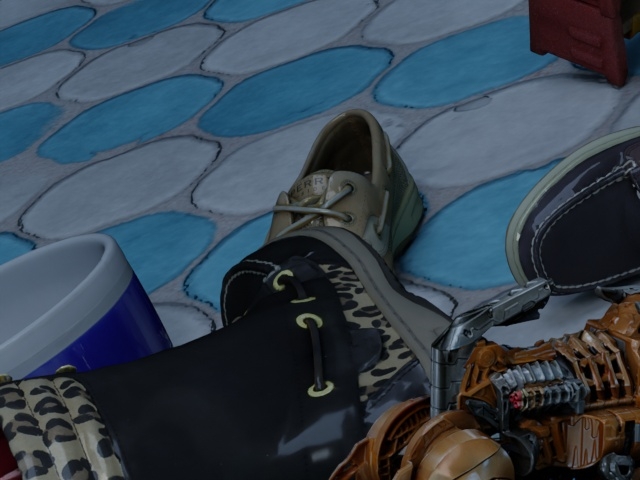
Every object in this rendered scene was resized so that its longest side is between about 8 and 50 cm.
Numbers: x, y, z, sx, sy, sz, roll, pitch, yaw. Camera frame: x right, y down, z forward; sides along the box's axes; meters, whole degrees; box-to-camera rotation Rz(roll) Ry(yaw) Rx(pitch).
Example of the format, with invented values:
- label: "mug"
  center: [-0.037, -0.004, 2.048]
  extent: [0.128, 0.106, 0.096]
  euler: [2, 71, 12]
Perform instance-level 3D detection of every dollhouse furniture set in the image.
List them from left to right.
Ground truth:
- label: "dollhouse furniture set"
  center: [0.377, -0.220, 1.740]
  extent: [0.201, 0.152, 0.374]
  euler: [-32, 41, -27]

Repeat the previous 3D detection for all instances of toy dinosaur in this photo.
- label: "toy dinosaur"
  center: [0.080, 0.143, 1.010]
  extent: [0.322, 0.218, 0.164]
  euler: [-21, 22, 1]

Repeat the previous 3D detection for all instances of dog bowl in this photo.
- label: "dog bowl"
  center: [-0.250, 0.106, 1.502]
  extent: [0.265, 0.104, 0.265]
  euler: [-27, 16, 8]

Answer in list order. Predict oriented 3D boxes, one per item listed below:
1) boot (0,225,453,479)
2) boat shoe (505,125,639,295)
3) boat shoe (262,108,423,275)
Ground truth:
- label: "boot"
  center: [-0.079, 0.101, 1.212]
  extent: [0.284, 0.138, 0.377]
  euler: [-13, 20, -18]
- label: "boat shoe"
  center: [0.271, -0.037, 1.418]
  extent: [0.285, 0.103, 0.092]
  euler: [-22, 16, -17]
- label: "boat shoe"
  center: [0.000, 0.000, 1.561]
  extent: [0.121, 0.110, 0.341]
  euler: [-14, 23, 17]
